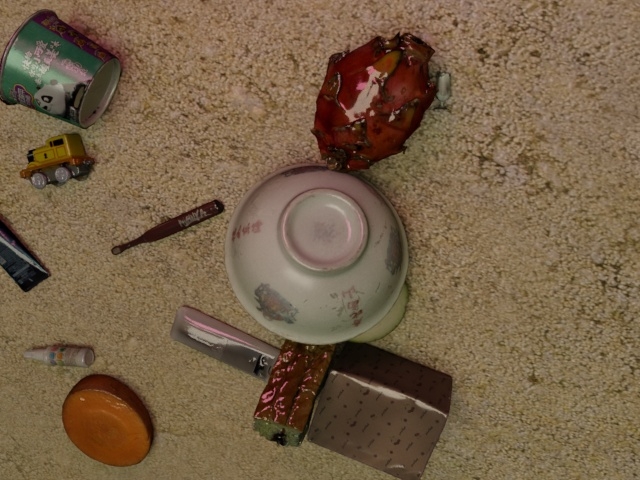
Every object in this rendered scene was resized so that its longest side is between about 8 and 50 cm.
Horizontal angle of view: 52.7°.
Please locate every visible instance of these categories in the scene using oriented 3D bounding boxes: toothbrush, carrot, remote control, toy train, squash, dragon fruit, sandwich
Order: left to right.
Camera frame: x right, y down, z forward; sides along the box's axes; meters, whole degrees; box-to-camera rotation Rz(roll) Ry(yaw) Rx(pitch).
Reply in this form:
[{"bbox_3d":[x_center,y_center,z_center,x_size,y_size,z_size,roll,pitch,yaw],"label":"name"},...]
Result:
[{"bbox_3d":[-0.697,-0.208,1.707,0.220,0.089,0.127,-11,94,18],"label":"toy train"},{"bbox_3d":[-0.632,0.546,1.941,0.259,0.100,0.307,-29,106,20],"label":"carrot"},{"bbox_3d":[-0.413,-0.027,1.714,0.364,0.041,0.040,-22,101,21],"label":"toothbrush"},{"bbox_3d":[-0.265,0.290,1.770,0.313,0.055,0.109,24,112,6],"label":"remote control"},{"bbox_3d":[-0.062,0.370,1.603,0.131,0.262,0.325,21,154,4],"label":"sandwich"},{"bbox_3d":[0.110,0.148,1.569,0.220,0.041,0.219,-9,115,-19],"label":"squash"},{"bbox_3d":[0.109,-0.300,1.387,0.251,0.250,0.314,19,126,8],"label":"dragon fruit"}]

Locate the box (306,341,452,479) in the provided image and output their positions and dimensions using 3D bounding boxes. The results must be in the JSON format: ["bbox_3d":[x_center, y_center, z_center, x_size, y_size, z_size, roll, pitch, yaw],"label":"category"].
[{"bbox_3d":[0.151,0.420,1.631,0.297,0.190,0.225,20,111,7],"label":"box"}]

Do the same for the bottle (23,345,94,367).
[{"bbox_3d":[-0.782,0.342,1.923,0.217,0.060,0.060,1,108,13],"label":"bottle"}]

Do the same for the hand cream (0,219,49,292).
[{"bbox_3d":[-0.903,0.025,1.856,0.120,0.061,0.270,-31,103,23],"label":"hand cream"}]

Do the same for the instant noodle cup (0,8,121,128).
[{"bbox_3d":[-0.611,-0.393,1.547,0.190,0.251,0.251,27,113,-4],"label":"instant noodle cup"}]

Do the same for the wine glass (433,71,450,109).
[{"bbox_3d":[0.268,-0.331,1.434,0.039,0.042,0.083,-7,107,-23],"label":"wine glass"}]

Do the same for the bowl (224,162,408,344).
[{"bbox_3d":[0.000,0.000,1.409,0.436,0.196,0.434,1,75,-4],"label":"bowl"}]
